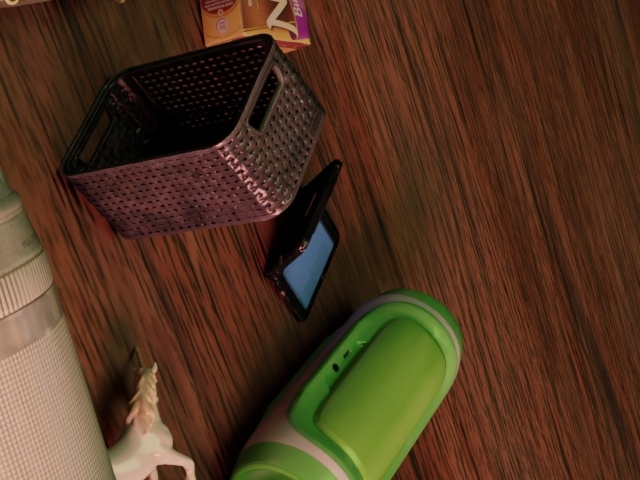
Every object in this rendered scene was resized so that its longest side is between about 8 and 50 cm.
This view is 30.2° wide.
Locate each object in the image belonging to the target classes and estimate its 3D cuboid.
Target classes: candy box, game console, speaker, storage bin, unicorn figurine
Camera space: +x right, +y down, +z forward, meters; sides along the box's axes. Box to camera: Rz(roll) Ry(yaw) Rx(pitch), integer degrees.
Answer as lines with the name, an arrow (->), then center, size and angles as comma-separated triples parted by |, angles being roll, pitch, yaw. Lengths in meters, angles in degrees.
candy box -> -0.070, -0.276, 1.134 | 0.109, 0.053, 0.187 | -5, 87, -56
game console -> 0.000, 0.000, 1.169 | 0.071, 0.107, 0.122 | 33, 52, -14
speaker -> 0.032, 0.165, 1.132 | 0.296, 0.131, 0.131 | -46, 121, -49
storage bin -> -0.100, -0.079, 0.938 | 0.084, 0.180, 0.122 | 52, 45, -38
unicorn figurine -> -0.146, 0.172, 0.928 | 0.162, 0.060, 0.111 | -47, 122, -49

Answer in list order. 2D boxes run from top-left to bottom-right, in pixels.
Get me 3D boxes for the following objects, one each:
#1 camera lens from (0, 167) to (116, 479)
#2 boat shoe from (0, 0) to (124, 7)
camera lens -> -0.240, 0.103, 0.663 | 0.219, 0.219, 0.274 | -29, 108, -54
boat shoe -> -0.184, -0.233, 0.920 | 0.305, 0.109, 0.091 | -32, 139, -64
